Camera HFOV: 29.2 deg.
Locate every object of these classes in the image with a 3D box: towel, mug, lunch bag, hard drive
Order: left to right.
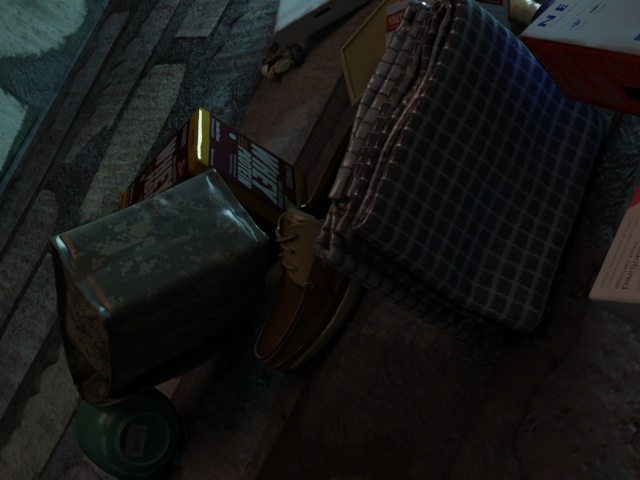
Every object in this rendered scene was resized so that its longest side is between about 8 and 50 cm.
[{"bbox_3d":[-0.248,0.266,1.660,0.129,0.157,0.097,-41,23,-19],"label":"mug"},{"bbox_3d":[-0.202,0.087,1.557,0.169,0.235,0.287,52,153,27],"label":"lunch bag"},{"bbox_3d":[0.024,-0.469,2.002,0.203,0.040,0.307,-24,42,35],"label":"hard drive"},{"bbox_3d":[0.141,-0.064,1.180,0.121,0.235,0.283,-2,60,53],"label":"towel"}]

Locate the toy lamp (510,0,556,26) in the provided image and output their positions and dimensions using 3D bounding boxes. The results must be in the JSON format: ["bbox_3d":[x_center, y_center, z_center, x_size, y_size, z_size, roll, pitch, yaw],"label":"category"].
[{"bbox_3d":[0.241,-0.253,1.383,0.080,0.080,0.274,-54,24,11],"label":"toy lamp"}]

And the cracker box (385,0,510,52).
[{"bbox_3d":[0.139,-0.162,1.382,0.156,0.067,0.232,-4,84,60],"label":"cracker box"}]

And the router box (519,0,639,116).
[{"bbox_3d":[0.367,-0.237,1.011,0.335,0.082,0.301,-43,22,-4],"label":"router box"}]

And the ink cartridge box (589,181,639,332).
[{"bbox_3d":[0.339,-0.002,0.908,0.237,0.100,0.172,5,66,62],"label":"ink cartridge box"}]

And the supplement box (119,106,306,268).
[{"bbox_3d":[-0.151,-0.041,1.716,0.194,0.191,0.129,-43,30,28],"label":"supplement box"}]

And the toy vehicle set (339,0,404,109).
[{"bbox_3d":[0.130,-0.307,1.679,0.267,0.035,0.166,-46,29,25],"label":"toy vehicle set"}]

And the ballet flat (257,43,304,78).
[{"bbox_3d":[-0.072,-0.285,2.008,0.114,0.041,0.041,-24,42,49],"label":"ballet flat"}]

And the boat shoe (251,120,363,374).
[{"bbox_3d":[0.000,0.000,1.486,0.324,0.120,0.122,-60,26,-2],"label":"boat shoe"}]
